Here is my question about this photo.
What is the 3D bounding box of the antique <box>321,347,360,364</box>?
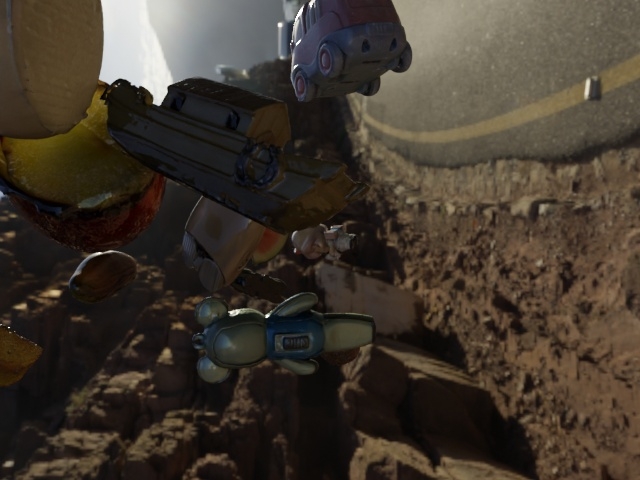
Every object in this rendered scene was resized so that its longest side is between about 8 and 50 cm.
[{"bbox_3d":[0.041,0.233,1.450,0.104,0.103,0.104,-179,90,-87],"label":"antique"}]

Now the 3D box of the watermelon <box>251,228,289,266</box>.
[{"bbox_3d":[-0.180,-0.096,1.731,0.128,0.159,0.304,-4,104,55],"label":"watermelon"}]

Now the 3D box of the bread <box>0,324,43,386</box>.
[{"bbox_3d":[-0.995,0.355,1.941,0.260,0.160,0.147,43,-160,-31],"label":"bread"}]

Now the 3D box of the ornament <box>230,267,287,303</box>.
[{"bbox_3d":[-0.224,0.102,1.827,0.236,0.202,0.080,17,87,53],"label":"ornament"}]

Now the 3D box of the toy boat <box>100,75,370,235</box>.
[{"bbox_3d":[-0.128,-0.133,0.890,0.162,0.445,0.136,-61,-35,-4],"label":"toy boat"}]

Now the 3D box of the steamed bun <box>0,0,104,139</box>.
[{"bbox_3d":[-0.532,-0.360,1.081,0.374,0.241,0.375,-172,90,-89],"label":"steamed bun"}]

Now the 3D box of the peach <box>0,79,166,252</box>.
[{"bbox_3d":[-0.488,-0.157,1.352,0.353,0.339,0.416,55,164,-29],"label":"peach"}]

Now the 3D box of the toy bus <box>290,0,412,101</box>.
[{"bbox_3d":[0.047,-0.441,1.389,0.294,0.197,0.232,-21,81,65],"label":"toy bus"}]

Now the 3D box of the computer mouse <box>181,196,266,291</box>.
[{"bbox_3d":[-0.187,-0.013,1.220,0.082,0.145,0.237,-17,-30,-53],"label":"computer mouse"}]

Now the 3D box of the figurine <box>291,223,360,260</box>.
[{"bbox_3d":[0.000,0.000,1.834,0.137,0.228,0.112,-45,-52,-48],"label":"figurine"}]

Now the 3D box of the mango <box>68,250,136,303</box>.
[{"bbox_3d":[-0.633,0.102,1.851,0.133,0.111,0.267,61,-156,-6],"label":"mango"}]

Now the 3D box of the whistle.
[{"bbox_3d":[-0.046,0.121,0.827,0.077,0.235,0.114,-148,56,-76],"label":"whistle"}]
